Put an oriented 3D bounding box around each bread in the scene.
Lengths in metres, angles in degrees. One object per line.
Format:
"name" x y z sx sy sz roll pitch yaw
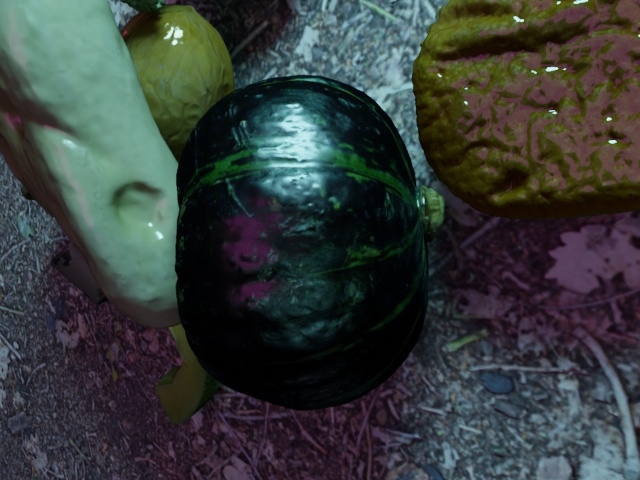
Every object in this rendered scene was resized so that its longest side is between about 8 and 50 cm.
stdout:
"bread" 0.211 -0.134 0.430 0.253 0.142 0.228 5 106 29

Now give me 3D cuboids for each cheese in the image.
"cheese" -0.267 -0.078 0.583 0.328 0.129 0.351 3 118 53

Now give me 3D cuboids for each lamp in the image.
"lamp" -0.378 -0.009 0.806 0.121 0.121 0.215 -33 90 30

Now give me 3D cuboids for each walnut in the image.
"walnut" -0.190 -0.193 0.651 0.159 0.159 0.207 34 120 23

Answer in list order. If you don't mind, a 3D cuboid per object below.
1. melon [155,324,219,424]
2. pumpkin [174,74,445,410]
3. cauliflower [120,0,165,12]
"melon" -0.191 0.174 0.755 0.118 0.064 0.210 32 114 23
"pumpkin" 0.000 0.000 0.491 0.238 0.315 0.315 -6 93 14
"cauliflower" -0.131 -0.391 0.576 0.250 0.272 0.275 33 119 -19
